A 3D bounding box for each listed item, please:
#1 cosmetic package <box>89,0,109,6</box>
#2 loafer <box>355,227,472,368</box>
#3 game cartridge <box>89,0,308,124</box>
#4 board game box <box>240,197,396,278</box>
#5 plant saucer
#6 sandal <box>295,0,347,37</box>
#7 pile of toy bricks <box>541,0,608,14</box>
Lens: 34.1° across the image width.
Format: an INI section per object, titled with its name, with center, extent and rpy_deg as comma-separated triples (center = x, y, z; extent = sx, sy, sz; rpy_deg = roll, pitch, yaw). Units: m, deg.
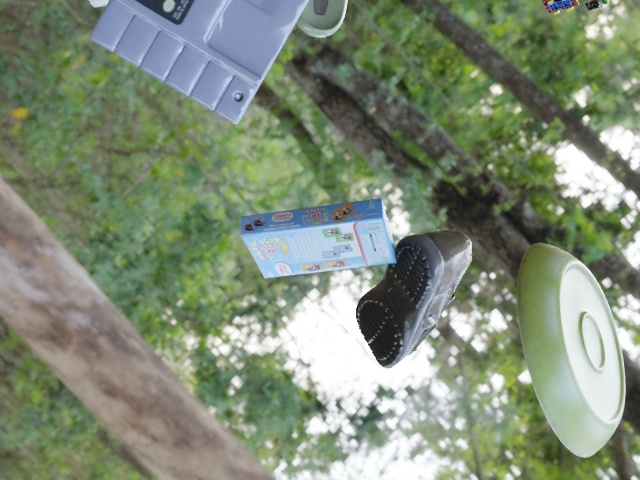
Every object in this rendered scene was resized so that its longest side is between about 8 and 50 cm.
[cosmetic package]
center = -0.476, -0.712, 2.480
extent = 0.129, 0.153, 0.296
rpy_deg = -3, -129, 21
[loafer]
center = 0.167, 0.104, 1.757
extent = 0.130, 0.134, 0.366
rpy_deg = -19, 158, -25
[game cartridge]
center = -0.119, -0.359, 1.349
extent = 0.355, 0.230, 0.068
rpy_deg = -60, -164, 1
[board game box]
center = 0.000, 0.000, 1.579
extent = 0.211, 0.039, 0.160
rpy_deg = -8, 153, 7
[plant saucer]
center = 0.285, 0.115, 1.148
extent = 0.037, 0.241, 0.241
rpy_deg = -16, -157, 32
[sandal]
center = 0.011, -0.480, 1.669
extent = 0.120, 0.303, 0.086
rpy_deg = -1, 180, -13
[pile of toy bricks]
center = 0.518, -0.510, 1.977
extent = 0.212, 0.118, 0.105
rpy_deg = -6, -142, 45
